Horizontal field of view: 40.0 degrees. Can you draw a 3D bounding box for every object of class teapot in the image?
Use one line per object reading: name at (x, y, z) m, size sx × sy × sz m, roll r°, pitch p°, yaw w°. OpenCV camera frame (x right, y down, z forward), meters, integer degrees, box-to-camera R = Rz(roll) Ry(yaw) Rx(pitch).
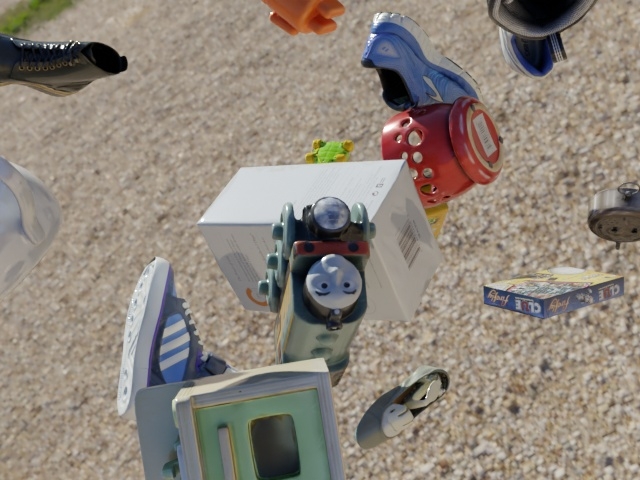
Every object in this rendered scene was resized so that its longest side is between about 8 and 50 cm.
teapot at (-0.466, -0.024, 1.111) m, size 0.256 × 0.187 × 0.252 m, roll -40°, pitch 27°, yaw 0°

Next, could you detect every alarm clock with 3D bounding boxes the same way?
alarm clock at (0.568, -0.053, 1.644) m, size 0.129 × 0.192 × 0.064 m, roll 5°, pitch 60°, yaw 16°

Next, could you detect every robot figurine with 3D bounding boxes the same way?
robot figurine at (-0.049, -0.538, 1.907) m, size 0.219 × 0.158 × 0.128 m, roll 41°, pitch 76°, yaw 14°

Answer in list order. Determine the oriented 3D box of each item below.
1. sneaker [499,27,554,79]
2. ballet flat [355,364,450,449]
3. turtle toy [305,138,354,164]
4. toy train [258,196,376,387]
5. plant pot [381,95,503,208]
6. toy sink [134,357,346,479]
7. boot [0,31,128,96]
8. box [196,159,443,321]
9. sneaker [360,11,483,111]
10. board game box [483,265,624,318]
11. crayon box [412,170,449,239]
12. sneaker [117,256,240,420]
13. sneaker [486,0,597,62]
sneaker at (0.363, -0.432, 1.589) m, size 0.112 × 0.296 × 0.131 m, roll -25°, pitch 23°, yaw 6°
ballet flat at (0.147, 0.287, 1.527) m, size 0.213 × 0.072 × 0.068 m, roll -36°, pitch 19°, yaw -33°
turtle toy at (0.019, -0.164, 1.890) m, size 0.095 × 0.066 × 0.130 m, roll 5°, pitch 45°, yaw 22°
toy train at (-0.003, 0.079, 1.207) m, size 0.142 × 0.334 × 0.190 m, roll -1°, pitch 63°, yaw -10°
plant pot at (0.232, -0.168, 1.638) m, size 0.174 × 0.191 × 0.191 m, roll -16°, pitch 37°, yaw 39°
toy sink at (-0.095, 0.232, 0.992) m, size 0.234 × 0.153 × 0.131 m, roll -8°, pitch 0°, yaw -2°
boot at (-0.362, -0.239, 1.124) m, size 0.137 × 0.198 × 0.077 m, roll -4°, pitch 88°, yaw 41°
box at (0.000, 0.000, 1.507) m, size 0.345 × 0.215 × 0.168 m, roll 1°, pitch 42°, yaw 33°
sneaker at (0.194, -0.307, 1.755) m, size 0.130 × 0.330 × 0.147 m, roll 21°, pitch 80°, yaw 56°
board game box at (0.480, 0.103, 1.806) m, size 0.243 × 0.042 × 0.165 m, roll -10°, pitch 12°, yaw -33°
crayon box at (0.182, -0.031, 2.098) m, size 0.203 × 0.323 × 0.083 m, roll -16°, pitch 65°, yaw -11°
sneaker at (-0.253, 0.210, 1.709) m, size 0.130 × 0.236 × 0.323 m, roll -28°, pitch 52°, yaw 57°
sneaker at (0.163, -0.267, 0.678) m, size 0.101 × 0.268 × 0.153 m, roll -11°, pitch 46°, yaw 22°
